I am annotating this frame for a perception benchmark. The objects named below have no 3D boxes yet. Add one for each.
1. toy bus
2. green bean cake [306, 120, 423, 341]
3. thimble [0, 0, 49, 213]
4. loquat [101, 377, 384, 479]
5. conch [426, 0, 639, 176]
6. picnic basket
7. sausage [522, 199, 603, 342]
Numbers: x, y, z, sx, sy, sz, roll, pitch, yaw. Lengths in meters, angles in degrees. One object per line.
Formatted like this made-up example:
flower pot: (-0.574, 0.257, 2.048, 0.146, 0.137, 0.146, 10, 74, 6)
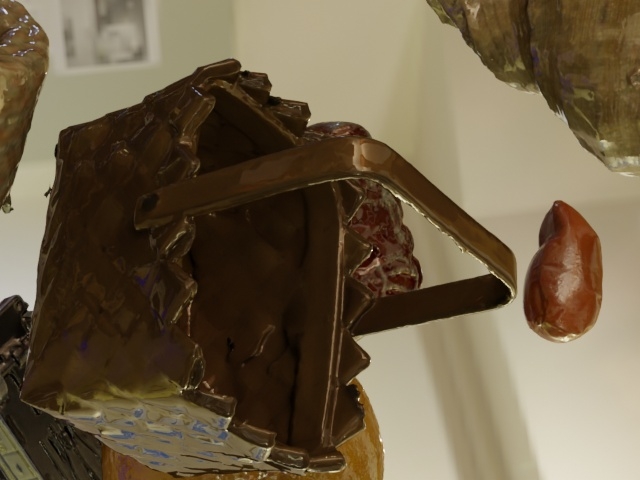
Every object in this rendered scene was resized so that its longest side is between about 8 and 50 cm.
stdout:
toy bus: (-0.313, 0.214, 1.967, 0.292, 0.133, 0.125, 59, 40, -17)
green bean cake: (0.000, 0.000, 1.928, 0.097, 0.198, 0.233, 2, -68, 58)
thimble: (-0.304, -0.110, 1.255, 0.229, 0.196, 0.148, 36, -64, 32)
loquat: (-0.072, 0.206, 1.663, 0.263, 0.263, 0.263, 174, -90, -82)
conch: (0.254, -0.178, 1.532, 0.324, 0.186, 0.263, 43, 12, 22)
picnic basket: (-0.039, 0.023, 1.344, 0.254, 0.321, 0.291, 39, 45, -49)
sausage: (0.271, 0.039, 2.004, 0.089, 0.089, 0.179, 95, 5, -55)
